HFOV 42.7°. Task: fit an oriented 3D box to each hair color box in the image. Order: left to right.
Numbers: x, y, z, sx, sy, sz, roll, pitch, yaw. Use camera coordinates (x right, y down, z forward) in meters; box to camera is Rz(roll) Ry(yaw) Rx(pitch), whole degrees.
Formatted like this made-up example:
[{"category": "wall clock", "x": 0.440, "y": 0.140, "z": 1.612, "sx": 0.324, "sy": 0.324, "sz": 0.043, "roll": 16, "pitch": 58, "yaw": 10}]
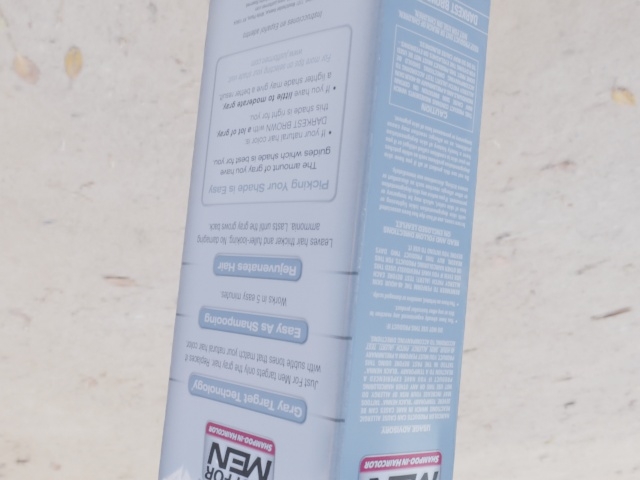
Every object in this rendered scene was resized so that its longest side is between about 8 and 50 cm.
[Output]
[{"category": "hair color box", "x": 0.000, "y": 0.000, "z": 0.575, "sx": 0.113, "sy": 0.374, "sz": 0.185, "roll": 10, "pitch": 174, "yaw": -42}]
